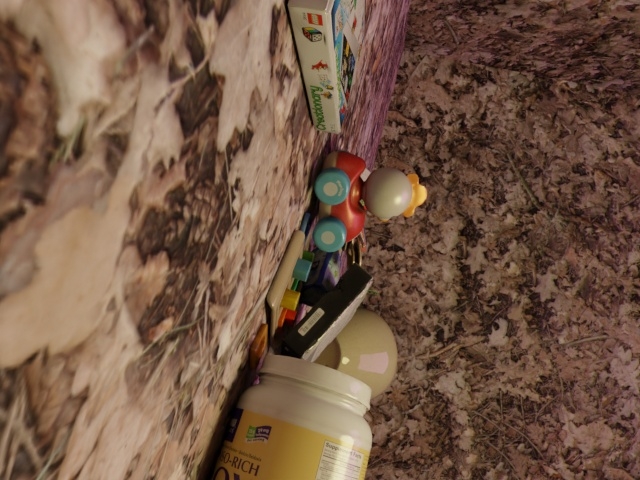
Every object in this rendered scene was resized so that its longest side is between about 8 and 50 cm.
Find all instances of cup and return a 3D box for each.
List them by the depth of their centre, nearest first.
[{"bbox_3d":[0.060,0.384,1.415,0.236,0.330,0.332,19,84,-54],"label":"cup"}]

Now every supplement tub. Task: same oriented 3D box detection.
[{"bbox_3d":[-0.052,0.382,0.682,0.241,0.240,0.332,89,16,-63],"label":"supplement tub"}]

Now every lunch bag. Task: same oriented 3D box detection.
[{"bbox_3d":[0.002,0.093,1.083,0.151,0.096,0.129,110,-1,-58],"label":"lunch bag"}]

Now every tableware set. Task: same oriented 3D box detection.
[{"bbox_3d":[0.069,0.017,1.064,0.194,0.039,0.129,-101,-166,-60],"label":"tableware set"}]

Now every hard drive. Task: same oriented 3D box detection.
[{"bbox_3d":[0.004,0.211,1.005,0.237,0.064,0.339,-44,167,-24],"label":"hard drive"}]

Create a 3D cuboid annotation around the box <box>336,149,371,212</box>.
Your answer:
[{"bbox_3d":[0.093,-0.163,1.190,0.207,0.036,0.114,25,79,-58],"label":"box"}]

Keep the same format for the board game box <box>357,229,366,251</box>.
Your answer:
[{"bbox_3d":[0.118,-0.119,1.364,0.145,0.027,0.282,-85,165,-63],"label":"board game box"}]

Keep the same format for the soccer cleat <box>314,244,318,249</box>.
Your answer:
[{"bbox_3d":[0.000,0.000,1.148,0.083,0.029,0.036,90,19,-44],"label":"soccer cleat"}]

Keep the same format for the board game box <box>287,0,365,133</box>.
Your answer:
[{"bbox_3d":[0.023,-0.317,0.627,0.305,0.053,0.193,69,36,-77],"label":"board game box"}]

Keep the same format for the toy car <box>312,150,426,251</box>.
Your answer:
[{"bbox_3d":[0.117,-0.087,0.946,0.219,0.237,0.211,-67,161,-66],"label":"toy car"}]

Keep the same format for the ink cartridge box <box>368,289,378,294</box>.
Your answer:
[{"bbox_3d":[0.088,0.189,1.449,0.109,0.209,0.062,75,28,-74],"label":"ink cartridge box"}]

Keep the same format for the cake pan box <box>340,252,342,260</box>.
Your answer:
[{"bbox_3d":[0.039,0.011,1.313,0.267,0.070,0.246,1,105,-83],"label":"cake pan box"}]

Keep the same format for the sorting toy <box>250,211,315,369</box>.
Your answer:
[{"bbox_3d":[-0.057,0.106,0.856,0.196,0.047,0.348,94,13,-52],"label":"sorting toy"}]
